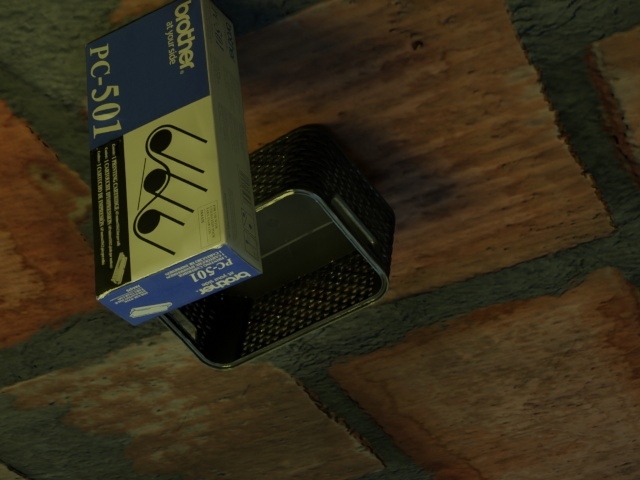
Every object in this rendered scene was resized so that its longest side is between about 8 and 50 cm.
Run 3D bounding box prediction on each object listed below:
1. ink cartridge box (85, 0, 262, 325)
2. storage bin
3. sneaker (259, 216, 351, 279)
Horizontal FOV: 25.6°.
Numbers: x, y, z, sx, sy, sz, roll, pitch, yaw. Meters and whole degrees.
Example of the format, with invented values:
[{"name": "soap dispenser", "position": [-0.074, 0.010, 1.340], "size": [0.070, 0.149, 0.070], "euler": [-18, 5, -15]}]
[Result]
[{"name": "ink cartridge box", "position": [-0.098, -0.056, 0.910], "size": [0.097, 0.207, 0.046], "euler": [-22, 144, 20]}, {"name": "storage bin", "position": [-0.043, 0.008, 1.096], "size": [0.180, 0.084, 0.122], "euler": [-27, 120, 25]}, {"name": "sneaker", "position": [0.000, 0.000, 1.164], "size": [0.098, 0.038, 0.069], "euler": [12, 142, -28]}]
